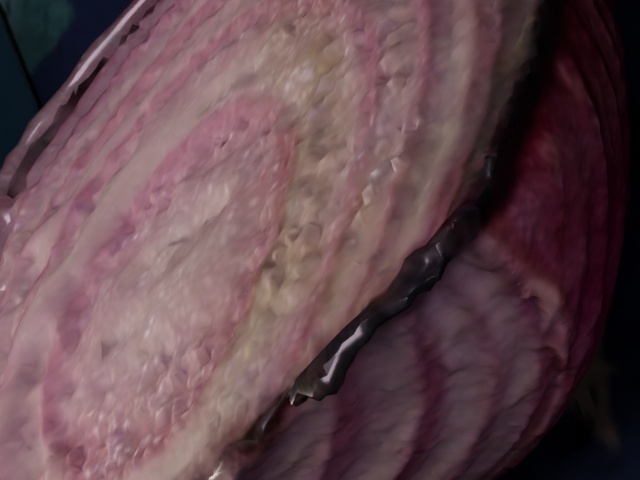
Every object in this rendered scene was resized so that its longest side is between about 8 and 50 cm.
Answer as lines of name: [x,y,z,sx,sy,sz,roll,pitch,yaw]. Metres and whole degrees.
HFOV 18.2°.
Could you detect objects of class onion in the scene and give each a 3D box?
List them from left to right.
onion: [0.000,0.000,0.539,0.250,0.111,0.247,-40,30,33]

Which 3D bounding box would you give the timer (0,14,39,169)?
timer: [-0.203,-0.016,0.736,0.232,0.091,0.250,-41,44,23]
